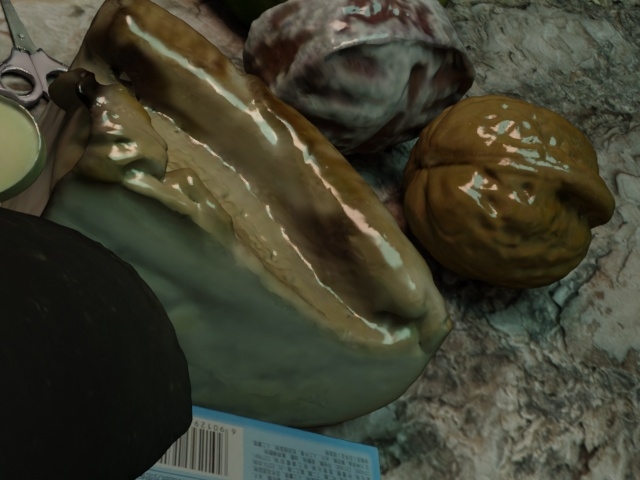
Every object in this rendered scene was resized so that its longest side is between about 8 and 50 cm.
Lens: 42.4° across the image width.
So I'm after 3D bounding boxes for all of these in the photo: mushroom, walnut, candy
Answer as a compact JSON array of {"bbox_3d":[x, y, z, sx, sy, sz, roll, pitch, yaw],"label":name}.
[{"bbox_3d":[-0.080,-0.010,0.752,0.397,0.224,0.313,29,27,-22],"label":"mushroom"},{"bbox_3d":[0.225,-0.054,1.000,0.257,0.257,0.224,19,76,-23],"label":"walnut"},{"bbox_3d":[0.052,-0.197,0.989,0.290,0.214,0.157,-3,60,-37],"label":"candy"}]

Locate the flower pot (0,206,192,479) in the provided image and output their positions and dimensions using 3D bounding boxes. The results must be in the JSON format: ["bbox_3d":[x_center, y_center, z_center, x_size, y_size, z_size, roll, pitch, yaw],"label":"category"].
[{"bbox_3d":[-0.234,0.098,0.421,0.379,0.379,0.251,51,28,13],"label":"flower pot"}]

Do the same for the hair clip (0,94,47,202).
[{"bbox_3d":[-0.285,-0.066,0.509,0.219,0.071,0.158,14,77,-14],"label":"hair clip"}]

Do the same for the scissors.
[{"bbox_3d":[-0.314,-0.209,0.873,0.100,0.015,0.189,-7,57,-38],"label":"scissors"}]

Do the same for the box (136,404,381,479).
[{"bbox_3d":[-0.064,0.216,0.625,0.232,0.083,0.142,19,43,-25],"label":"box"}]

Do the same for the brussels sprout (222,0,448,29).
[{"bbox_3d":[-0.003,-0.400,1.101,0.371,0.276,0.315,44,26,-1],"label":"brussels sprout"}]
